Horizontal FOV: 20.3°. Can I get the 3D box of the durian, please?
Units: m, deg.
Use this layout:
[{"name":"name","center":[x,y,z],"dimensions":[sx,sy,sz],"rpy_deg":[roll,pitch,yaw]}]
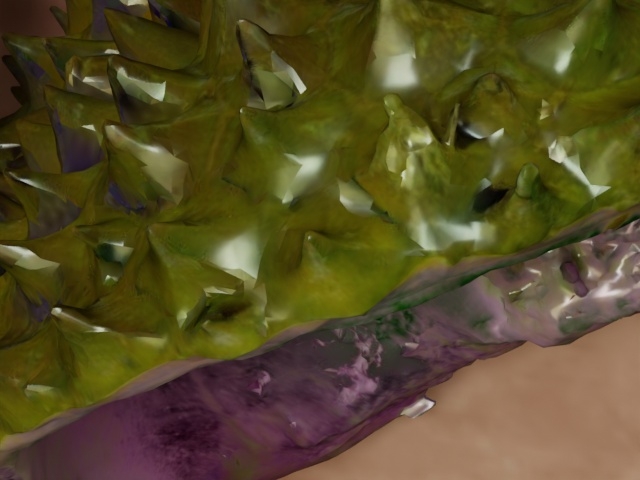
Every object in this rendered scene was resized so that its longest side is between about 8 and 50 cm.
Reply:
[{"name":"durian","center":[-0.010,-0.009,0.400],"dimensions":[0.260,0.186,0.153],"rpy_deg":[-33,95,22]}]
